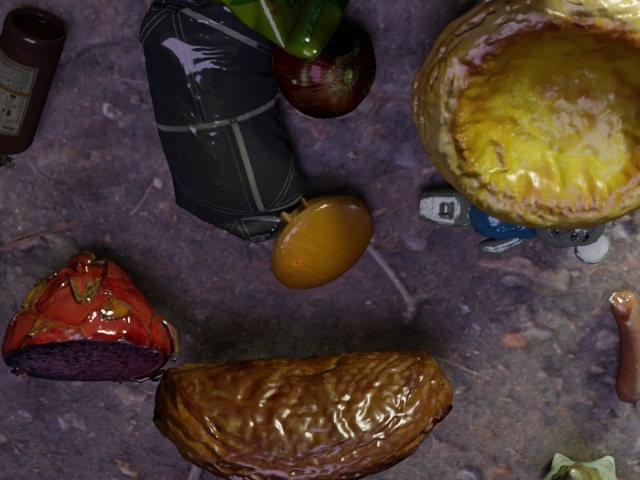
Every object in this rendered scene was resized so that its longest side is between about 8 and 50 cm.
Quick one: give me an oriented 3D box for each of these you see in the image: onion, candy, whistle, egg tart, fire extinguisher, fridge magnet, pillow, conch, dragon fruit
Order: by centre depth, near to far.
[{"bbox_3d":[-0.085,-0.297,1.217,0.246,0.149,0.069,28,162,-10],"label":"candy"},{"bbox_3d":[0.254,-0.156,1.251,0.319,0.128,0.319,1,128,1],"label":"egg tart"},{"bbox_3d":[0.004,-0.189,1.278,0.117,0.118,0.118,-4,128,-14],"label":"onion"},{"bbox_3d":[-0.110,-0.139,1.343,0.162,0.092,0.335,-8,125,2],"label":"pillow"},{"bbox_3d":[-0.374,-0.172,1.380,0.099,0.071,0.231,40,128,13],"label":"fire extinguisher"},{"bbox_3d":[0.234,-0.032,1.383,0.236,0.077,0.114,5,107,9],"label":"whistle"},{"bbox_3d":[0.000,0.000,1.422,0.143,0.063,0.143,-23,141,-20],"label":"fridge magnet"},{"bbox_3d":[-0.303,0.096,1.526,0.224,0.148,0.218,2,158,-18],"label":"dragon fruit"},{"bbox_3d":[0.377,0.352,1.628,0.137,0.114,0.234,-17,157,31],"label":"conch"}]

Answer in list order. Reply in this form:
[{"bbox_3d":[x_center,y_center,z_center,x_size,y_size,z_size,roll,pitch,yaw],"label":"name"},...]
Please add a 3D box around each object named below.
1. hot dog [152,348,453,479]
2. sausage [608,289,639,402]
[{"bbox_3d":[-0.020,0.235,1.509,0.388,0.267,0.174,-3,87,0],"label":"hot dog"},{"bbox_3d":[0.399,0.138,1.500,0.047,0.040,0.176,0,126,16],"label":"sausage"}]
